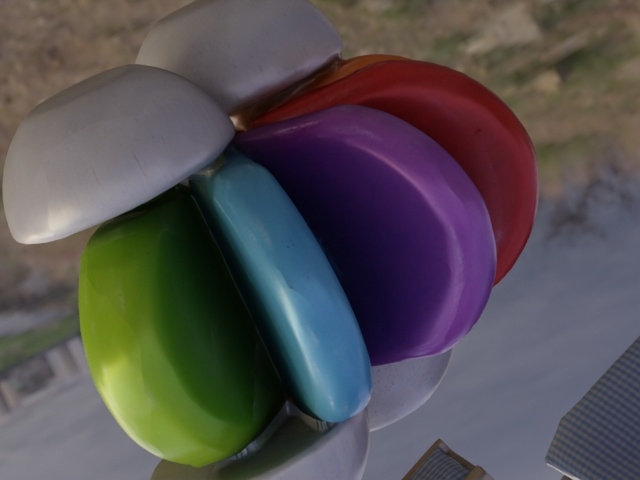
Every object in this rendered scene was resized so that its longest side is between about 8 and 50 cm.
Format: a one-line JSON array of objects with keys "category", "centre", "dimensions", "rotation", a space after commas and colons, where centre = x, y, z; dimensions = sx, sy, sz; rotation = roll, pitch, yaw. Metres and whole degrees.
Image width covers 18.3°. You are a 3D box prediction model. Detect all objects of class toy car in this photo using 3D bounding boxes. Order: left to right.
[{"category": "toy car", "centre": [0.000, 0.000, 0.636], "dimensions": [0.136, 0.159, 0.182], "rotation": [-15, -163, 33]}]

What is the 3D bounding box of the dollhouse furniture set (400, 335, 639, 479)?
[{"category": "dollhouse furniture set", "centre": [0.093, 0.069, 0.819], "dimensions": [0.303, 0.198, 0.286], "rotation": [-46, -150, -6]}]
